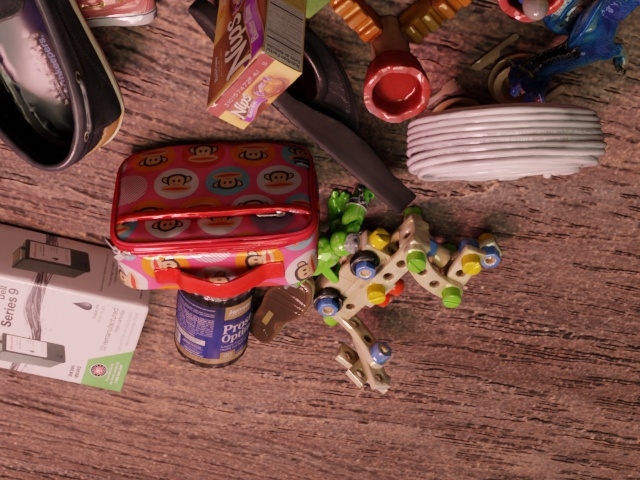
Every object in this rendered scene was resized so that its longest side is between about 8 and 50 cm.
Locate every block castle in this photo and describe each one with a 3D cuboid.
[{"bbox_3d":[0.052,-0.368,1.248,0.303,0.213,0.453,-35,124,25],"label":"block castle"}]

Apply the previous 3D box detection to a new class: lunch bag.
[{"bbox_3d":[-0.146,-0.022,1.518,0.293,0.258,0.120,-4,132,0],"label":"lunch bag"}]

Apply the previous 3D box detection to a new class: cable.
[{"bbox_3d":[0.240,-0.127,1.403,0.257,0.257,0.089,-3,90,-24],"label":"cable"}]

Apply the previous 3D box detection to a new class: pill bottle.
[{"bbox_3d":[-0.165,0.088,1.707,0.122,0.123,0.219,5,132,-7],"label":"pill bottle"}]

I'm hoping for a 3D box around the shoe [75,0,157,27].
[{"bbox_3d":[-0.301,-0.316,1.382,0.177,0.063,0.081,-5,128,-3],"label":"shoe"}]

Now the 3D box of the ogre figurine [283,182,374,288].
[{"bbox_3d":[0.000,0.000,1.639,0.197,0.118,0.097,-16,131,11],"label":"ogre figurine"}]

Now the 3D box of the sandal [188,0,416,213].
[{"bbox_3d":[-0.007,-0.201,1.459,0.107,0.167,0.445,-48,129,4],"label":"sandal"}]

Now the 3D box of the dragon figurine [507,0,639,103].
[{"bbox_3d":[0.343,-0.290,1.384,0.144,0.085,0.289,-1,131,-30],"label":"dragon figurine"}]

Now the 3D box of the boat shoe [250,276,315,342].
[{"bbox_3d":[-0.055,0.094,1.745,0.068,0.072,0.190,45,140,-2],"label":"boat shoe"}]

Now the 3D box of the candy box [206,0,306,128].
[{"bbox_3d":[-0.064,-0.221,1.130,0.053,0.187,0.109,25,139,-27],"label":"candy box"}]

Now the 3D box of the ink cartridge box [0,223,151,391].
[{"bbox_3d":[-0.429,0.106,1.711,0.289,0.122,0.211,13,130,-13],"label":"ink cartridge box"}]

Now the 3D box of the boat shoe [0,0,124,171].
[{"bbox_3d":[-0.401,-0.294,1.270,0.186,0.156,0.500,-18,119,19],"label":"boat shoe"}]

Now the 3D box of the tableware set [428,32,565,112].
[{"bbox_3d":[0.239,-0.189,1.533,0.194,0.039,0.128,-35,124,25],"label":"tableware set"}]

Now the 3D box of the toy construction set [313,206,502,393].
[{"bbox_3d":[0.114,0.083,1.712,0.215,0.151,0.328,26,115,-24],"label":"toy construction set"}]
